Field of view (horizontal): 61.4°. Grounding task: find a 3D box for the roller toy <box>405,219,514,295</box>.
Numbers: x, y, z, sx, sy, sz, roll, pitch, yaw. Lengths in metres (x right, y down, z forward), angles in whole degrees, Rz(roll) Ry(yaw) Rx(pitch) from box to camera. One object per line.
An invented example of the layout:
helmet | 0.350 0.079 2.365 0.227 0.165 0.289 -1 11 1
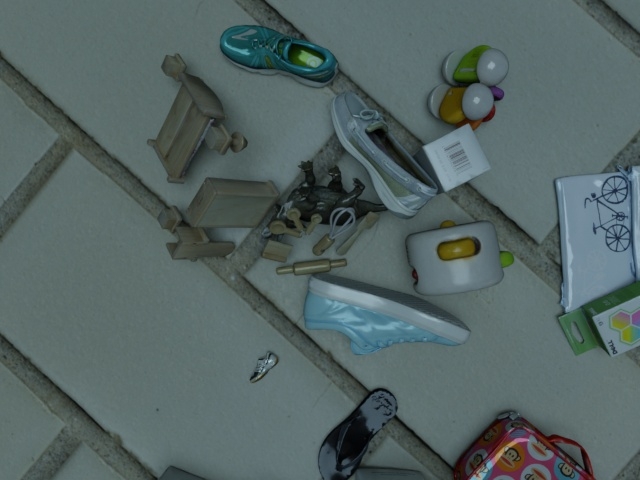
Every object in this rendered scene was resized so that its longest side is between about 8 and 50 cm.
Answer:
roller toy | 0.277 0.030 1.134 0.209 0.191 0.146 -11 90 -42

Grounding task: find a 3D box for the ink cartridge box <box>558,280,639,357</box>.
ink cartridge box | 0.643 0.177 1.164 0.209 0.062 0.109 -28 102 11

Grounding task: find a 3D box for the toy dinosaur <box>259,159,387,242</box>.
toy dinosaur | 0.015 -0.084 1.188 0.313 0.160 0.121 -7 56 -9

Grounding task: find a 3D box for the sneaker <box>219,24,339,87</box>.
sneaker | -0.091 -0.421 1.186 0.275 0.110 0.107 14 92 3

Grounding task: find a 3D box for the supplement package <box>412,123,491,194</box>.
supplement package | 0.269 -0.163 1.138 0.105 0.179 0.105 -27 90 3

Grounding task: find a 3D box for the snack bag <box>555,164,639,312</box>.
snack bag | 0.696 -0.008 1.193 0.342 0.037 0.323 -4 92 3

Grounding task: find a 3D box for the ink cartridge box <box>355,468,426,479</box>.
ink cartridge box | 0.167 0.667 1.051 0.160 0.384 0.279 6 91 -6

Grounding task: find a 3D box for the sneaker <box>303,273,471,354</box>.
sneaker | 0.136 0.188 1.188 0.365 0.135 0.150 16 100 11

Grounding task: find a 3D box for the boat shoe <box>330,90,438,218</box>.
boat shoe | 0.132 -0.199 1.142 0.103 0.118 0.320 -45 65 40

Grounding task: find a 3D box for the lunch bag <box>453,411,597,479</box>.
lunch bag | 0.469 0.532 1.174 0.293 0.120 0.258 42 92 2

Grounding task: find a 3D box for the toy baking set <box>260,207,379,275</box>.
toy baking set | -0.002 0.005 1.170 0.256 0.197 0.030 -4 47 -8

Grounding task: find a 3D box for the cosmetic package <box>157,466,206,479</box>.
cosmetic package | -0.221 0.689 1.192 0.385 0.156 0.217 19 90 1

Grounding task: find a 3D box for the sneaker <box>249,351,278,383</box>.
sneaker | -0.136 0.293 1.247 0.083 0.032 0.037 -44 75 -2

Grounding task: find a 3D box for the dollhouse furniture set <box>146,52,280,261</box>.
dollhouse furniture set | -0.268 -0.182 1.224 0.303 0.173 0.355 -51 58 31

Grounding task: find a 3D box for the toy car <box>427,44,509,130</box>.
toy car | 0.335 -0.322 1.163 0.136 0.159 0.182 22 92 -32

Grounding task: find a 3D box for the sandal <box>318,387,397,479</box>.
sandal | 0.077 0.446 1.223 0.097 0.054 0.254 34 93 2
